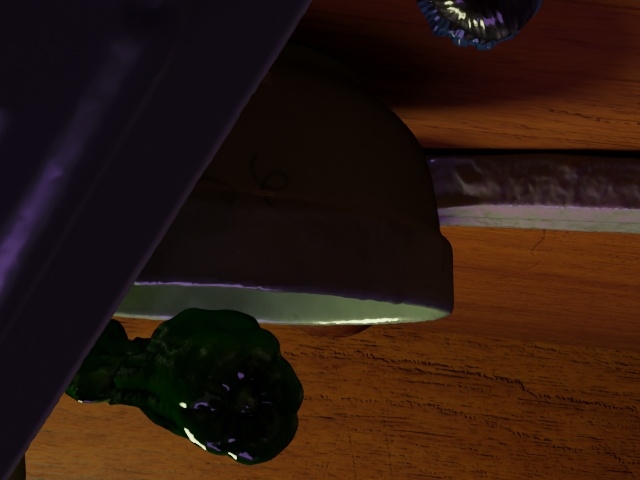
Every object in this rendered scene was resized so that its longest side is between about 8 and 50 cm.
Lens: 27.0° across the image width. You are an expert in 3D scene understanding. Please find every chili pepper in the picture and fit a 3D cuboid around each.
[{"bbox_3d":[-0.085,0.082,0.825,0.099,0.083,0.253,7,176,-29],"label":"chili pepper"}]

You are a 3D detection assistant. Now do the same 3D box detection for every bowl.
[{"bbox_3d":[-0.067,-0.030,0.829,0.307,0.163,0.307,5,171,1],"label":"bowl"}]

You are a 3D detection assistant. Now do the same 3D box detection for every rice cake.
[{"bbox_3d":[0.197,-0.033,1.020,0.298,0.050,0.106,3,171,19],"label":"rice cake"}]

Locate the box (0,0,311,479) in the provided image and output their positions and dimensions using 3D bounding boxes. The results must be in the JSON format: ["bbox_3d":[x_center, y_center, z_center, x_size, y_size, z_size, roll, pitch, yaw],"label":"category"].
[{"bbox_3d":[-0.210,-0.029,0.395,0.367,0.373,0.090,13,-150,-42],"label":"box"}]

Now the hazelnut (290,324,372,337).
[{"bbox_3d":[0.000,0.000,1.067,0.143,0.154,0.143,-13,135,-13],"label":"hazelnut"}]

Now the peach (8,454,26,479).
[{"bbox_3d":[-0.313,0.124,0.715,0.292,0.292,0.247,6,174,-4],"label":"peach"}]

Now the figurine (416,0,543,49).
[{"bbox_3d":[0.068,-0.114,0.600,0.060,0.047,0.106,41,179,1],"label":"figurine"}]
